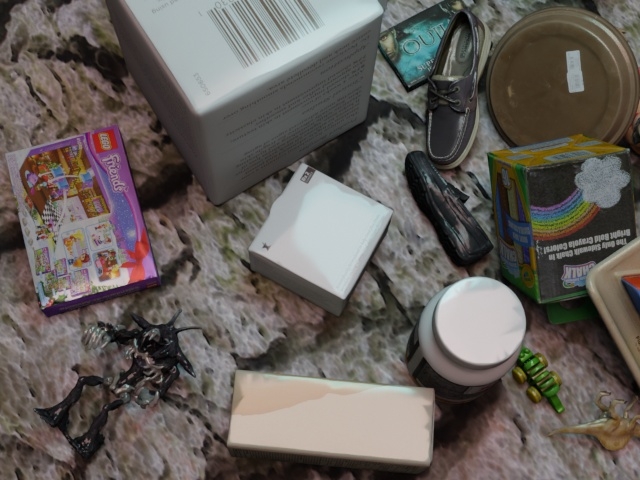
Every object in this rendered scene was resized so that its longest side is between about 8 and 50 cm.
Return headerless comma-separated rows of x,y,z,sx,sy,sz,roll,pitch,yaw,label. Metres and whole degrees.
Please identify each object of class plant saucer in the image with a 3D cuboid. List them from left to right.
0.407,-0.260,1.713,0.278,0.278,0.041,49,34,13,plant saucer

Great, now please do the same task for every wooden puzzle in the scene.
0.625,0.095,1.577,0.348,0.080,0.322,-35,111,-6,wooden puzzle

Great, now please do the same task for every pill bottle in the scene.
0.224,0.155,1.542,0.162,0.278,0.162,1,72,-2,pill bottle

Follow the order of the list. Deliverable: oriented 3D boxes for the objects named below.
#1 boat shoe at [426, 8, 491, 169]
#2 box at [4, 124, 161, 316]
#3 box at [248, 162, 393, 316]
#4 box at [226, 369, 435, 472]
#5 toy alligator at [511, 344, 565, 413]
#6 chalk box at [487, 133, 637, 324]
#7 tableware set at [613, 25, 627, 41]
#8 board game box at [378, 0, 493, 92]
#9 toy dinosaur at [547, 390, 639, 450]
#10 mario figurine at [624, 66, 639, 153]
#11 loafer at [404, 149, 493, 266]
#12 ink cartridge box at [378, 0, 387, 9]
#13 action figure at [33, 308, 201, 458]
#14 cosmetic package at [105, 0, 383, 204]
0.231,-0.270,1.755,0.102,0.092,0.285,10,81,33,boat shoe
-0.406,-0.036,1.701,0.201,0.057,0.293,-15,73,-6,box
0.000,0.000,1.671,0.182,0.119,0.181,28,73,7,box
0.016,0.288,1.563,0.311,0.148,0.121,6,71,-2,box
0.345,0.204,1.649,0.056,0.051,0.190,-32,76,-12,toy alligator
0.398,-0.009,1.630,0.180,0.179,0.289,-10,106,-7,chalk box
0.508,-0.372,1.826,0.141,0.020,0.169,18,38,-9,tableware set
0.209,-0.369,1.849,0.186,0.026,0.126,-29,75,-11,board game box
0.468,0.296,1.612,0.183,0.053,0.093,4,100,-3,toy dinosaur
0.510,-0.231,1.724,0.320,0.198,0.170,26,64,14,mario figurine
0.220,-0.062,1.725,0.078,0.076,0.223,-26,79,-15,loafer
0.044,-0.463,1.841,0.143,0.092,0.090,34,74,10,ink cartridge box
-0.310,0.211,1.581,0.164,0.141,0.276,41,78,13,action figure
-0.129,-0.322,1.629,0.329,0.394,0.327,-31,76,-12,cosmetic package
